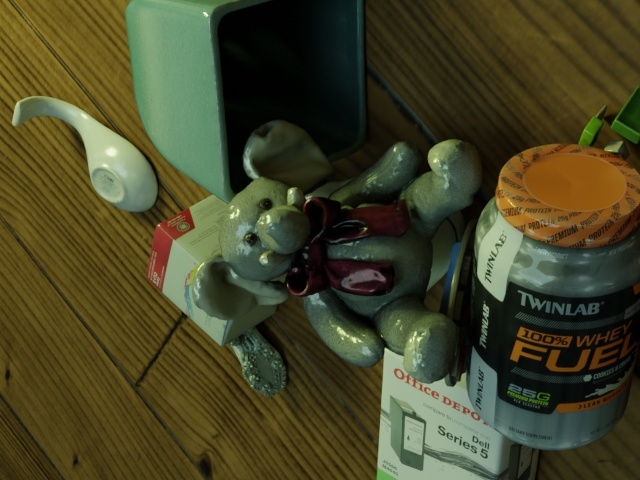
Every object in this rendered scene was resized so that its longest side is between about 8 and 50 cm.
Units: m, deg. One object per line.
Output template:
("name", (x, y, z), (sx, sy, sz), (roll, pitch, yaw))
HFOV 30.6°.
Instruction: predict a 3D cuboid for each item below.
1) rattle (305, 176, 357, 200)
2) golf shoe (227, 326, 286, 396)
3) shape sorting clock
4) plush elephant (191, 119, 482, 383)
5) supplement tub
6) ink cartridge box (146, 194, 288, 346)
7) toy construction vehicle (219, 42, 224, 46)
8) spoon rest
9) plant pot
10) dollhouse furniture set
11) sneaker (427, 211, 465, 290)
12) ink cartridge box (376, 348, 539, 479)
("rattle", (0.043, -0.085, 1.583), (0.199, 0.143, 0.130), (-25, 128, 35))
("golf shoe", (-0.112, 0.168, 1.885), (0.176, 0.069, 0.086), (60, 179, -19))
("shape sorting clock", (0.177, 0.076, 1.422), (0.040, 0.206, 0.206), (13, 125, 15))
("plush elephant", (0.000, 0.000, 1.362), (0.330, 0.255, 0.272), (180, 103, -68))
("supplement tub", (0.264, 0.063, 1.303), (0.193, 0.193, 0.316), (26, 136, 32))
("ink cartridge box", (-0.154, 0.045, 1.784), (0.176, 0.128, 0.127), (40, 137, 21))
("toy construction vehicle", (-0.165, -0.280, 1.673), (0.098, 0.035, 0.086), (47, 140, 1))
("spoon rest", (-0.379, -0.151, 1.946), (0.276, 0.084, 0.137), (37, 138, 5))
("plant pot", (-0.117, -0.226, 1.500), (0.252, 0.247, 0.248), (23, 127, 40))
("dollhouse furniture set", (0.328, -0.101, 1.290), (0.076, 0.058, 0.152), (34, 154, 16))
("sneaker", (0.112, 0.046, 1.533), (0.094, 0.091, 0.258), (31, 139, 5))
("ink cartridge box", (0.187, 0.266, 1.585), (0.198, 0.114, 0.273), (25, 129, 34))
